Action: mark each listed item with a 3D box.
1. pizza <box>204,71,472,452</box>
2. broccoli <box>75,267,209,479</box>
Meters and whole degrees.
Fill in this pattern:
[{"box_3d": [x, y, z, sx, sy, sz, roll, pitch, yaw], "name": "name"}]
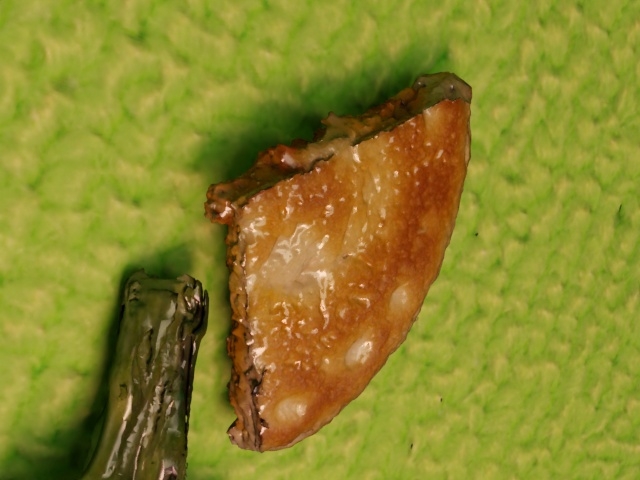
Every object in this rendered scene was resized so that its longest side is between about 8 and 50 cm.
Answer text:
[{"box_3d": [0.000, 0.000, 0.882, 0.226, 0.086, 0.335, 32, 85, -40], "name": "pizza"}, {"box_3d": [-0.108, 0.178, 0.834, 0.198, 0.177, 0.274, 37, 69, -32], "name": "broccoli"}]
